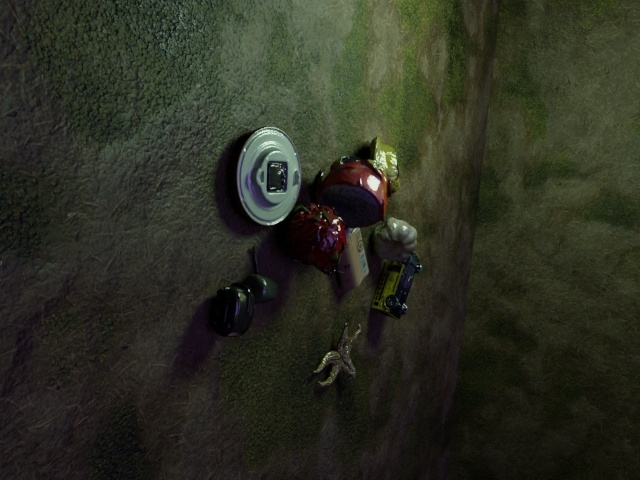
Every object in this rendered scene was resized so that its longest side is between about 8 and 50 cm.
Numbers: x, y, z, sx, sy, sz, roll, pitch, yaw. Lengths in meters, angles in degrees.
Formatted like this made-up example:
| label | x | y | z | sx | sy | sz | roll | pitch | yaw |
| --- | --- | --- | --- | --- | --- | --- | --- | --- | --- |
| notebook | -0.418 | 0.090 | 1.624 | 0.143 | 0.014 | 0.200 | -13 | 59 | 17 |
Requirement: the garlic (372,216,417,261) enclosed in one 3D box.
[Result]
| label | x | y | z | sx | sy | sz | roll | pitch | yaw |
| --- | --- | --- | --- | --- | --- | --- | --- | --- | --- |
| garlic | 0.343 | -0.026 | 2.307 | 0.212 | 0.218 | 0.219 | -82 | 162 | -58 |

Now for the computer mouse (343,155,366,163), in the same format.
| label | x | y | z | sx | sy | sz | roll | pitch | yaw |
| --- | --- | --- | --- | --- | --- | --- | --- | --- | --- |
| computer mouse | 0.162 | -0.280 | 2.048 | 0.217 | 0.073 | 0.122 | 19 | 84 | -58 |

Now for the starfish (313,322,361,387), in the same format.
| label | x | y | z | sx | sy | sz | roll | pitch | yaw |
| --- | --- | --- | --- | --- | --- | --- | --- | --- | --- |
| starfish | 0.083 | 0.489 | 2.127 | 0.299 | 0.060 | 0.303 | 30 | 79 | -48 |

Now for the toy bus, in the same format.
| label | x | y | z | sx | sy | sz | roll | pitch | yaw |
| --- | --- | --- | --- | --- | --- | --- | --- | --- | --- |
| toy bus | 0.369 | 0.205 | 2.401 | 0.145 | 0.151 | 0.332 | 36 | 70 | -47 |

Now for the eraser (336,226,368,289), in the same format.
| label | x | y | z | sx | sy | sz | roll | pitch | yaw |
| --- | --- | --- | --- | --- | --- | --- | --- | --- | --- |
| eraser | 0.123 | 0.045 | 2.060 | 0.171 | 0.087 | 0.291 | -49 | 136 | -41 |

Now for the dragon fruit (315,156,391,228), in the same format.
| label | x | y | z | sx | sy | sz | roll | pitch | yaw |
| --- | --- | --- | --- | --- | --- | --- | --- | --- | --- |
| dragon fruit | 0.136 | -0.193 | 1.854 | 0.291 | 0.290 | 0.190 | 54 | 46 | -47 |

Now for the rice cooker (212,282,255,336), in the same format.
| label | x | y | z | sx | sy | sz | roll | pitch | yaw |
| --- | --- | --- | --- | --- | --- | --- | --- | --- | --- |
| rice cooker | -0.266 | 0.212 | 1.501 | 0.106 | 0.112 | 0.166 | 3 | 96 | -50 |

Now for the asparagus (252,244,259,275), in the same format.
| label | x | y | z | sx | sy | sz | roll | pitch | yaw |
| --- | --- | --- | --- | --- | --- | --- | --- | --- | --- |
| asparagus | -0.214 | 0.066 | 1.627 | 0.014 | 0.015 | 0.115 | -31 | 123 | -46 |

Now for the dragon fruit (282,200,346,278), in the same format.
| label | x | y | z | sx | sy | sz | roll | pitch | yaw |
| --- | --- | --- | --- | --- | --- | --- | --- | --- | --- |
| dragon fruit | 0.000 | 0.000 | 1.733 | 0.293 | 0.233 | 0.234 | 55 | 52 | -24 |

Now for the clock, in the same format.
| label | x | y | z | sx | sy | sz | roll | pitch | yaw |
| --- | --- | --- | --- | --- | --- | --- | --- | --- | --- |
| clock | -0.162 | -0.203 | 1.583 | 0.318 | 0.080 | 0.319 | -20 | 114 | -53 |

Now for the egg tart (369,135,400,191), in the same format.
| label | x | y | z | sx | sy | sz | roll | pitch | yaw |
| --- | --- | --- | --- | --- | --- | --- | --- | --- | --- |
| egg tart | 0.275 | -0.300 | 2.098 | 0.290 | 0.115 | 0.291 | -5 | 90 | -81 |

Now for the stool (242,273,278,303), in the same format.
| label | x | y | z | sx | sy | sz | roll | pitch | yaw |
| --- | --- | --- | --- | --- | --- | --- | --- | --- | --- |
| stool | -0.195 | 0.159 | 1.611 | 0.110 | 0.096 | 0.096 | 11 | 88 | -61 |
